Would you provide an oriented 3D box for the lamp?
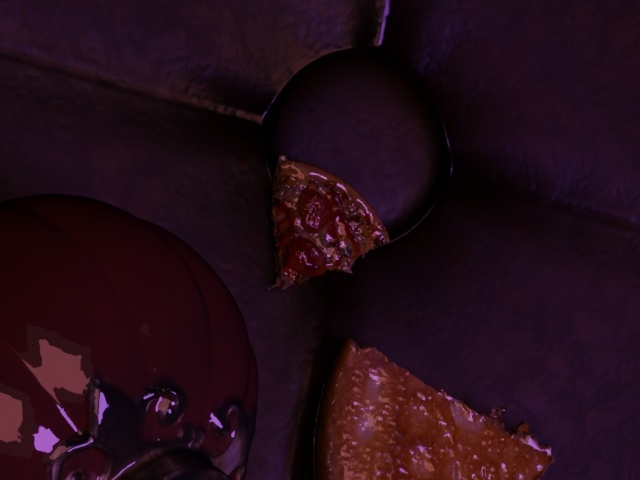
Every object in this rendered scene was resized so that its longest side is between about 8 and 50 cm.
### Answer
[{"bbox_3d":[-0.174,0.117,0.891,0.303,0.257,0.303,-33,138,-35],"label":"lamp"}]

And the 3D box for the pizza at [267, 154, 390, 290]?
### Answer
[{"bbox_3d":[0.011,-0.010,1.101,0.099,0.029,0.100,5,87,-24],"label":"pizza"}]

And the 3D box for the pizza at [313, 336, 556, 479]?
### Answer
[{"bbox_3d":[0.082,0.180,1.111,0.193,0.053,0.201,7,75,-21],"label":"pizza"}]
